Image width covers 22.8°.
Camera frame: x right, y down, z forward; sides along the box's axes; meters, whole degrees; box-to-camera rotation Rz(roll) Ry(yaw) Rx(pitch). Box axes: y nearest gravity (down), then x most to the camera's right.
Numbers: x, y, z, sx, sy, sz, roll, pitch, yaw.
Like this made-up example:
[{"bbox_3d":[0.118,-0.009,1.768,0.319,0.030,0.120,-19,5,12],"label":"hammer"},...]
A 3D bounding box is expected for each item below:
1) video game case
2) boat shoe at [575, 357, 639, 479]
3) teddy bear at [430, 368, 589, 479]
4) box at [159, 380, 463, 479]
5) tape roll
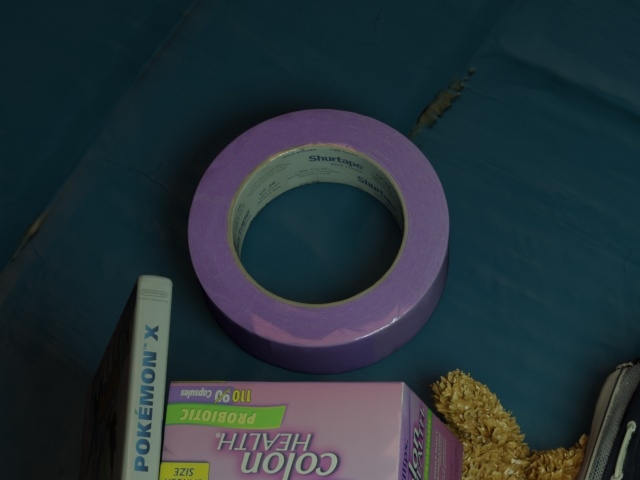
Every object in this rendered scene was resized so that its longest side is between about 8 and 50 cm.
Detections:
[{"bbox_3d":[-0.193,0.228,1.478,0.036,0.329,0.300,8,65,-14],"label":"video game case"},{"bbox_3d":[0.311,0.236,1.444,0.127,0.158,0.341,28,56,-18],"label":"boat shoe"},{"bbox_3d":[0.130,0.249,1.559,0.338,0.113,0.245,28,73,16],"label":"teddy bear"},{"bbox_3d":[-0.001,0.211,1.432,0.213,0.243,0.117,-2,71,18],"label":"box"},{"bbox_3d":[0.000,0.000,1.692,0.274,0.090,0.275,-2,65,3],"label":"tape roll"}]
